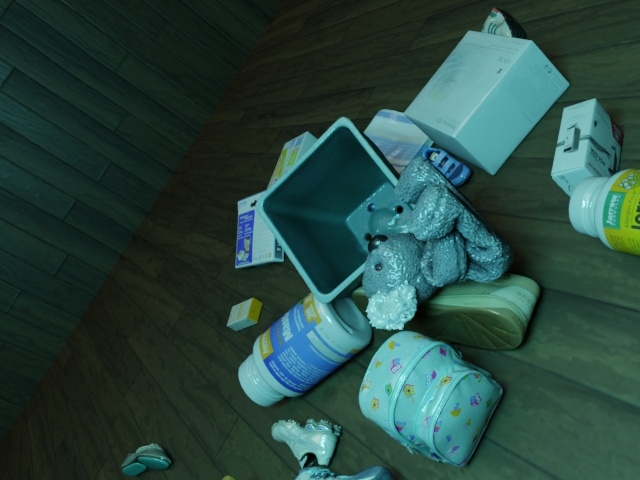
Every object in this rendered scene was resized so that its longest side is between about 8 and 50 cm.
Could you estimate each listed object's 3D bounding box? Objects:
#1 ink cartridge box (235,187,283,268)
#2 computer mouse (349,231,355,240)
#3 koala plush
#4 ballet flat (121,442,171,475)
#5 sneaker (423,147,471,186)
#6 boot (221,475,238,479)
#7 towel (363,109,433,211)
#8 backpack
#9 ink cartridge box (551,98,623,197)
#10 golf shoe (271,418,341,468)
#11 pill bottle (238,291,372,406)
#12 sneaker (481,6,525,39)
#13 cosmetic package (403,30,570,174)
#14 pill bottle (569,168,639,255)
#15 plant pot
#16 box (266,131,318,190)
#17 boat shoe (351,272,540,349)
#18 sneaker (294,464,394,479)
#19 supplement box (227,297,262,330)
[{"bbox_3d":[-0.174,-0.030,1.718,0.206,0.045,0.208,-13,74,52],"label":"ink cartridge box"},{"bbox_3d":[0.000,0.000,1.408,0.272,0.072,0.188,41,129,55],"label":"computer mouse"},{"bbox_3d":[0.152,0.030,0.912,0.221,0.203,0.196,-44,17,16],"label":"koala plush"},{"bbox_3d":[-0.450,0.563,1.563,0.213,0.072,0.068,-29,30,38],"label":"ballet flat"},{"bbox_3d":[0.259,-0.155,1.250,0.053,0.059,0.144,-50,30,5],"label":"sneaker"},{"bbox_3d":[-0.159,0.482,1.013,0.104,0.295,0.211,-13,33,-4],"label":"boot"},{"bbox_3d":[0.138,-0.194,1.406,0.209,0.034,0.285,23,70,44],"label":"towel"},{"bbox_3d":[0.157,0.225,0.870,0.165,0.188,0.144,-59,29,-7],"label":"backpack"},{"bbox_3d":[0.421,-0.136,0.942,0.056,0.099,0.135,-13,51,50],"label":"ink cartridge box"},{"bbox_3d":[-0.040,0.386,1.133,0.176,0.069,0.086,-21,50,48],"label":"golf shoe"},{"bbox_3d":[-0.040,0.219,1.213,0.272,0.152,0.152,-41,31,23],"label":"pill bottle"},{"bbox_3d":[0.411,-0.471,1.370,0.075,0.057,0.161,-57,25,34],"label":"sneaker"},{"bbox_3d":[0.323,-0.283,1.209,0.224,0.138,0.224,-53,28,8],"label":"cosmetic package"},{"bbox_3d":[0.441,-0.034,0.786,0.117,0.118,0.208,-59,29,-6],"label":"pill bottle"},{"bbox_3d":[0.079,-0.045,1.173,0.248,0.252,0.247,-43,69,18],"label":"plant pot"},{"bbox_3d":[-0.064,-0.193,1.733,0.114,0.103,0.203,-18,45,48],"label":"box"},{"bbox_3d":[0.202,0.105,1.016,0.341,0.121,0.110,2,44,46],"label":"boat shoe"},{"bbox_3d":[0.002,0.419,0.989,0.283,0.110,0.122,-39,29,27],"label":"sneaker"},{"bbox_3d":[-0.202,0.198,1.602,0.098,0.036,0.062,-25,41,43],"label":"supplement box"}]
